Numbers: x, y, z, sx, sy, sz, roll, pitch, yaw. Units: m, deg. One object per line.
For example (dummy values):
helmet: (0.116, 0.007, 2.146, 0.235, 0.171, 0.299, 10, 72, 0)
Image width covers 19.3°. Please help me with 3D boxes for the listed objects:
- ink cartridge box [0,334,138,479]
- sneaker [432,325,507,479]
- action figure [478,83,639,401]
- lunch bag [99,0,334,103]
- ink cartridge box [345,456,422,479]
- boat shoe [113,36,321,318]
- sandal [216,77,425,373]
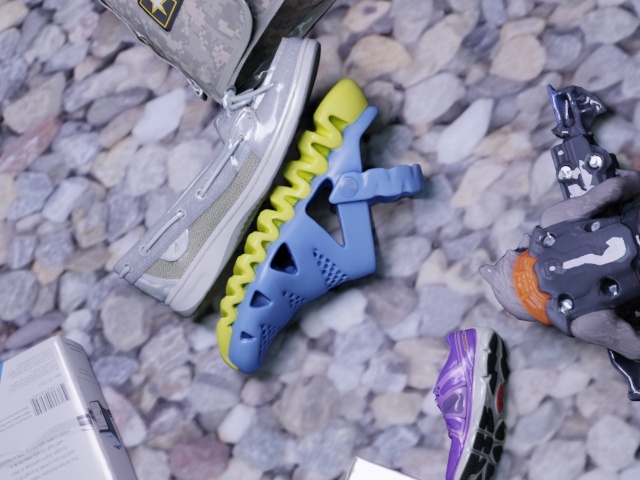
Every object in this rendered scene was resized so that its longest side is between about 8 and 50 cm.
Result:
ink cartridge box: (-0.286, 0.217, 1.968, 0.139, 0.082, 0.191, -27, 74, 9)
sneaker: (0.144, 0.170, 1.881, 0.071, 0.068, 0.170, -3, 69, 30)
action figure: (0.291, -0.037, 1.802, 0.330, 0.178, 0.341, -32, 66, 26)
lunch bag: (-0.102, -0.313, 1.988, 0.235, 0.169, 0.287, 42, 99, 15)
ink cartridge box: (0.083, 0.257, 1.830, 0.099, 0.135, 0.056, 19, 83, 18)
boat shoe: (-0.099, -0.074, 1.924, 0.103, 0.118, 0.320, 29, 108, -4)
sandal: (0.000, 0.000, 1.920, 0.138, 0.126, 0.317, 29, 93, -1)
